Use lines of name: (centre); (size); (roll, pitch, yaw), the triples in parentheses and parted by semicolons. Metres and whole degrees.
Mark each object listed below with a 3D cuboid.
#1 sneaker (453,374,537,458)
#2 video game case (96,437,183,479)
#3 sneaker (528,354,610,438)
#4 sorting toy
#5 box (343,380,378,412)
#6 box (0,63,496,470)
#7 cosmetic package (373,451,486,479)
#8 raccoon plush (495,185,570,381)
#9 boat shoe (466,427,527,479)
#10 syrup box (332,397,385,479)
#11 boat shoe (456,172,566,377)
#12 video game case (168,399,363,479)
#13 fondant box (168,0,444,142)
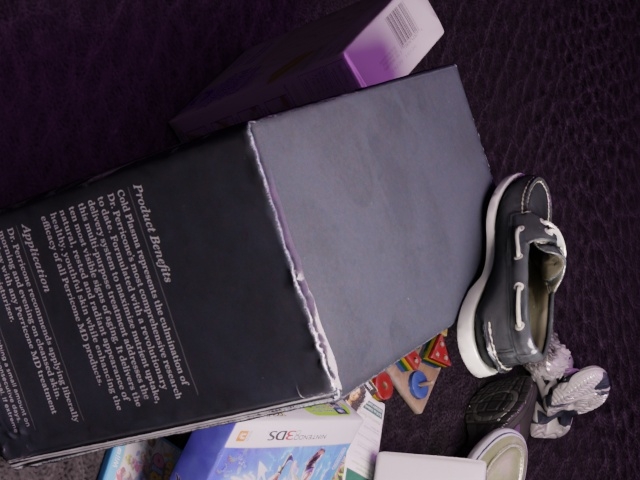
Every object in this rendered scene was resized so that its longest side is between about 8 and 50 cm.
sneaker: (0.302, 0.355, 2.344); (0.130, 0.109, 0.286); (55, 51, -34)
video game case: (-0.214, 0.310, 1.766); (0.166, 0.015, 0.119); (42, 49, -36)
sneaker: (0.433, 0.240, 2.459); (0.094, 0.235, 0.153); (2, 58, -11)
sorting toy: (0.164, 0.184, 2.256); (0.132, 0.046, 0.274); (54, 42, -25)
box: (-0.031, 0.254, 1.901); (0.232, 0.058, 0.087); (-43, 113, -20)
box: (-0.093, 0.022, 1.610); (0.480, 0.471, 0.297); (-25, 99, -57)
cosmetic package: (0.138, 0.551, 1.939); (0.230, 0.161, 0.453); (78, 17, -63)
raccoon plush: (0.267, 0.111, 2.210); (0.446, 0.216, 0.299); (48, 39, -12)
boat shoe: (0.258, 0.440, 2.164); (0.109, 0.094, 0.302); (29, 78, -21)
syrup box: (0.018, 0.334, 1.983); (0.093, 0.096, 0.237); (36, 51, -40)
boat shoe: (0.240, 0.033, 1.587); (0.114, 0.091, 0.303); (51, 41, -35)
video game case: (-0.094, 0.322, 1.746); (0.244, 0.061, 0.270); (8, 114, -49)
fondant box: (-0.021, -0.227, 1.924); (0.096, 0.330, 0.238); (58, 41, -17)
